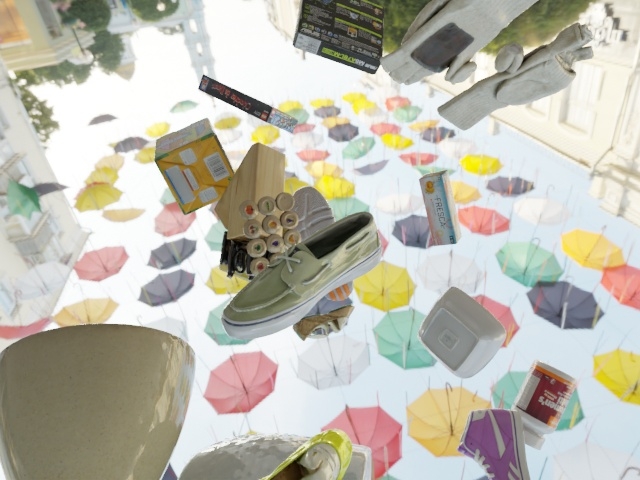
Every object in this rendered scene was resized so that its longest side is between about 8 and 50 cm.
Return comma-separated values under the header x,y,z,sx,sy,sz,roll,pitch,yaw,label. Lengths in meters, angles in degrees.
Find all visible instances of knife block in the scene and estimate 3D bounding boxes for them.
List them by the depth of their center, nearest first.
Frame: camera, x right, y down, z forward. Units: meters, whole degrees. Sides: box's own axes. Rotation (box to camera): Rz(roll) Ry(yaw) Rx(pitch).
x,y,z,sx,sy,sz,roll,pitch,yaw,label
-0.135,-0.046,1.002,0.088,0.276,0.242,16,-155,-47,knife block

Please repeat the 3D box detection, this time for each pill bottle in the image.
x,y,z,sx,sy,sz,roll,pitch,yaw,label
0.616,0.460,1.253,0.121,0.121,0.221,25,-92,41,pill bottle

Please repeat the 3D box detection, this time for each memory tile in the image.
x,y,z,sx,sy,sz,roll,pitch,yaw,label
-0.091,-0.012,0.852,0.113,0.148,0.012,-14,-171,-24,memory tile

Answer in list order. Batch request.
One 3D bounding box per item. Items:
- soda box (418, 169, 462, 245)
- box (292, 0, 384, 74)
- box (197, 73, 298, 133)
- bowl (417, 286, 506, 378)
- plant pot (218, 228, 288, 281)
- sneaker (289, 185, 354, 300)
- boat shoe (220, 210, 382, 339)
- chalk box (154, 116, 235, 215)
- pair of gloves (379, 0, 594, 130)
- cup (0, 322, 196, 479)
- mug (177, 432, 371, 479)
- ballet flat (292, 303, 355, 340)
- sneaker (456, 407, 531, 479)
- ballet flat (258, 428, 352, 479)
x,y,z,sx,sy,sz,roll,pitch,yaw,label
0.304,-0.081,1.125,0.062,0.183,0.058,-6,-163,34,soda box
0.043,-0.461,0.955,0.190,0.045,0.184,13,-121,-15,box
-0.193,-0.368,1.210,0.233,0.044,0.159,29,-168,17,box
0.250,0.176,0.823,0.053,0.142,0.142,-11,-135,-45,bowl
-0.182,0.002,1.425,0.212,0.187,0.212,22,-126,-2,plant pot
0.000,0.000,1.231,0.124,0.322,0.180,-16,-167,5,sneaker
-0.030,0.046,0.717,0.302,0.094,0.109,-30,-141,-24,boat shoe
-0.365,-0.234,1.308,0.179,0.180,0.289,-26,-150,-6,chalk box
0.212,-0.221,0.549,0.204,0.240,0.042,-23,-118,37,pair of gloves
-0.375,0.322,0.744,0.330,0.331,0.237,-12,-127,-4,cup
-0.085,0.537,0.819,0.327,0.375,0.276,4,-155,12,mug
0.018,0.230,1.220,0.206,0.073,0.067,-12,-116,-31,ballet flat
0.416,0.558,1.081,0.160,0.102,0.282,0,-122,6,sneaker
-0.032,0.331,0.596,0.230,0.077,0.077,-20,-106,-34,ballet flat
